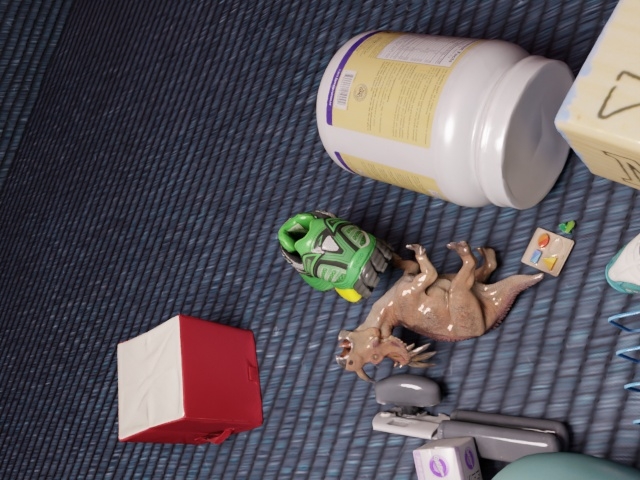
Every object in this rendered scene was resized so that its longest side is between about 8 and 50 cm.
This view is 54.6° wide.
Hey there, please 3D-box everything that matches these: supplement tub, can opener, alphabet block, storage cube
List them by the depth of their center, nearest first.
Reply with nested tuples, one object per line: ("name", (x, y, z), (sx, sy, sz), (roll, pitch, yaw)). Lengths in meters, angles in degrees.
("alphabet block", (0.442, -0.162, 0.756), (0.197, 0.193, 0.192), (32, 97, 41))
("can opener", (0.196, 0.247, 0.875), (0.283, 0.076, 0.095), (-4, 98, 37))
("supplement tub", (0.184, -0.186, 0.942), (0.331, 0.241, 0.241), (23, 90, 41))
("storage cube", (-0.245, 0.269, 1.161), (0.183, 0.193, 0.215), (-25, 59, 30))

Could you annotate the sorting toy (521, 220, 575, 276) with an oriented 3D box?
("sorting toy", (0.335, 0.004, 0.903), (0.062, 0.012, 0.083), (28, 93, 42))

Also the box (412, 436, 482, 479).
("box", (0.191, 0.423, 0.791), (0.063, 0.067, 0.324), (-18, 77, 34))

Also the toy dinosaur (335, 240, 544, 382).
("toy dinosaur", (0.179, 0.108, 0.926), (0.295, 0.127, 0.200), (-4, 83, 16))

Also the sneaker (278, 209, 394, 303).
("sneaker", (0.000, 0.000, 1.023), (0.134, 0.146, 0.343), (-57, 12, -7))

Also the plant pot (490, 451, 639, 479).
("plant pot", (0.286, 0.365, 0.648), (0.235, 0.293, 0.293), (24, 91, 53))

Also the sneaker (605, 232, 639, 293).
("sneaker", (0.452, 0.002, 0.696), (0.275, 0.110, 0.107), (-10, 74, -7))

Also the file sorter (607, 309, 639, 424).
("file sorter", (0.416, 0.165, 0.715), (0.104, 0.118, 0.170), (-22, 62, 36))
